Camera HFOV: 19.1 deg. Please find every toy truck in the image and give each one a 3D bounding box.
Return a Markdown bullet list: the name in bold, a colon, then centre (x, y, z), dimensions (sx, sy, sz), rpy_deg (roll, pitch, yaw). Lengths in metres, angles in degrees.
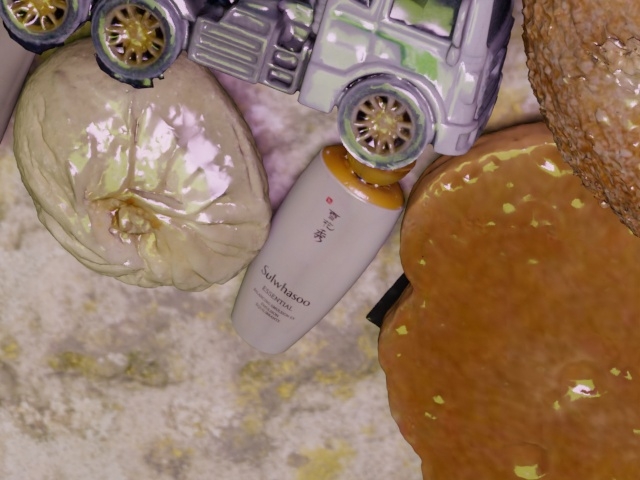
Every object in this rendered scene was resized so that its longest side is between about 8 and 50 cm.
- **toy truck**: centre (-0.055, -0.180, 1.132), dimensions (0.367, 0.146, 0.175), rpy_deg (21, 118, 5)

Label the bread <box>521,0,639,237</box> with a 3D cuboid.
- **bread**: centre (0.232, -0.098, 1.025), dimensions (0.305, 0.158, 0.305), rpy_deg (31, 134, 38)

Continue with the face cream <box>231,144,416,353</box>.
- **face cream**: centre (0.000, 0.000, 1.269), dimensions (0.072, 0.051, 0.182), rpy_deg (37, 122, 4)

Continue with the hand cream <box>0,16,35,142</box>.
- **hand cream**: centre (-0.225, -0.118, 1.272), dimensions (0.087, 0.054, 0.186), rpy_deg (44, 126, 27)

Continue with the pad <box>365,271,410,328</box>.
- **pad**: centre (0.140, 0.068, 1.293), dimensions (0.190, 0.004, 0.127), rpy_deg (37, 122, -4)

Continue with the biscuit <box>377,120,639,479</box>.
- **biscuit**: centre (0.180, 0.090, 1.260), dimensions (0.269, 0.051, 0.376), rpy_deg (-12, 115, 19)

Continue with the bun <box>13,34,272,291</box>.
- **bun**: centre (-0.119, -0.045, 1.246), dimensions (0.164, 0.111, 0.188), rpy_deg (-22, 107, 23)
